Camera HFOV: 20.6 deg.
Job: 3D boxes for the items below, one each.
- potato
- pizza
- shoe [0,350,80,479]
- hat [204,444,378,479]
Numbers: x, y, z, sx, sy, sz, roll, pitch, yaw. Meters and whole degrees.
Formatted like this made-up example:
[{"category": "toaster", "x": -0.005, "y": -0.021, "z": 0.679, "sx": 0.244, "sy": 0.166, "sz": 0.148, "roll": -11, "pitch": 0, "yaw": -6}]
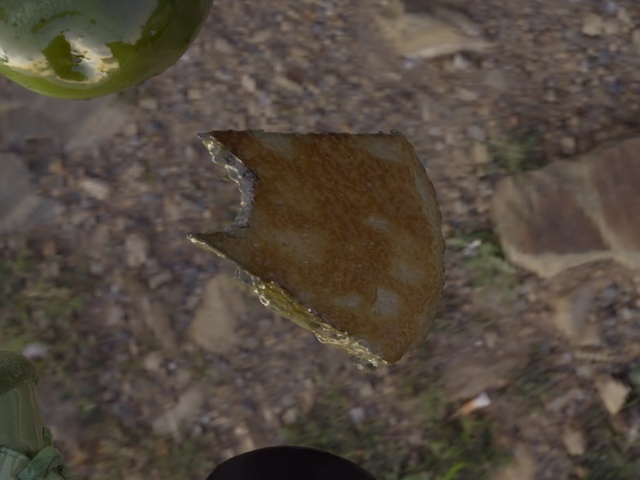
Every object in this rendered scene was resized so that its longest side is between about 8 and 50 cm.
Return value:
[{"category": "potato", "x": -0.167, "y": -0.231, "z": 1.260, "sx": 0.216, "sy": 0.216, "sz": 0.304, "roll": -28, "pitch": 50, "yaw": 26}, {"category": "pizza", "x": 0.000, "y": 0.000, "z": 1.203, "sx": 0.034, "sy": 0.262, "sz": 0.181, "roll": -21, "pitch": 71, "yaw": 39}, {"category": "shoe", "x": -0.230, "y": 0.217, "z": 1.361, "sx": 0.128, "sy": 0.140, "sz": 0.262, "roll": 4, "pitch": 88, "yaw": -5}, {"category": "hat", "x": -0.057, "y": 0.245, "z": 1.041, "sx": 0.238, "sy": 0.209, "sz": 0.336, "roll": -21, "pitch": 52, "yaw": 17}]
